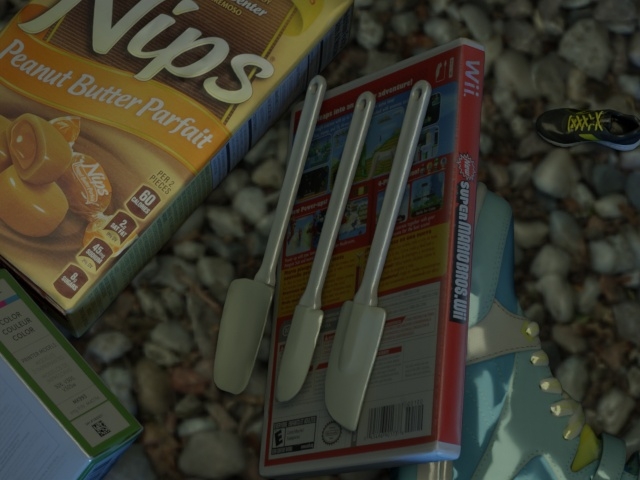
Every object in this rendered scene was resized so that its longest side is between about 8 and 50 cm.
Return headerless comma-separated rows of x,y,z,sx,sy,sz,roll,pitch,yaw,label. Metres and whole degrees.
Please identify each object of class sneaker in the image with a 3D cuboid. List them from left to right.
0.159,0.123,1.297,0.208,0.127,0.319,6,84,1,sneaker
0.206,-0.089,1.401,0.083,0.035,0.031,4,74,-2,sneaker

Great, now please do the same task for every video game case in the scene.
0.034,0.018,1.288,0.025,0.204,0.285,15,71,-33,video game case

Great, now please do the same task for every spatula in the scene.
0.000,0.000,1.298,0.019,0.168,0.242,15,87,-36,spatula

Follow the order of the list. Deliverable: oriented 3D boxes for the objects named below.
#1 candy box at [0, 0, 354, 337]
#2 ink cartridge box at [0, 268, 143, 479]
-0.144,-0.108,1.362,0.183,0.087,0.316,39,77,8,candy box
-0.230,0.095,1.286,0.209,0.109,0.062,47,37,10,ink cartridge box
